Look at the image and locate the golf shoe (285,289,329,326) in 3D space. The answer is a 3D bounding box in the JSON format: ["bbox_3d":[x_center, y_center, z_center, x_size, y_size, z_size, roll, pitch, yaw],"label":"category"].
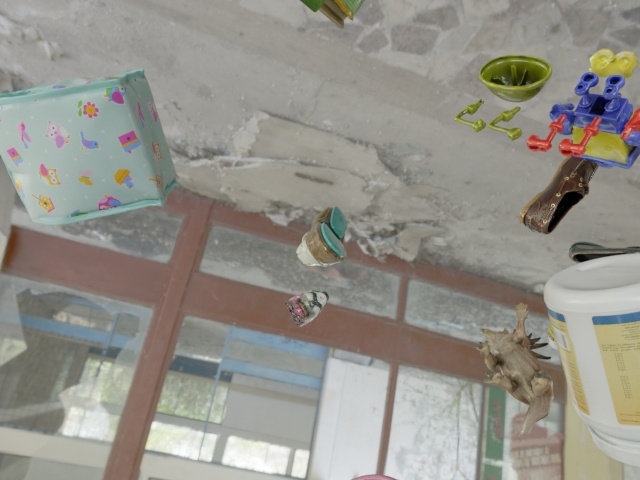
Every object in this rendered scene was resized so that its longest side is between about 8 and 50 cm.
[{"bbox_3d":[-0.027,0.147,1.069,0.086,0.067,0.186,-27,178,-13],"label":"golf shoe"}]

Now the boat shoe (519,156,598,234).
[{"bbox_3d":[0.490,-0.095,0.955,0.073,0.207,0.073,38,-179,-30],"label":"boat shoe"}]

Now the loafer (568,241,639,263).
[{"bbox_3d":[0.897,0.065,1.460,0.268,0.096,0.084,9,-159,30],"label":"loafer"}]

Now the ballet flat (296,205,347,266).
[{"bbox_3d":[0.000,0.000,1.262,0.124,0.342,0.116,-33,105,14],"label":"ballet flat"}]

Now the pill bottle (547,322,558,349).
[{"bbox_3d":[0.665,0.249,1.330,0.065,0.065,0.116,5,134,17],"label":"pill bottle"}]

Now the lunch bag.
[{"bbox_3d":[-0.403,-0.153,0.810,0.262,0.160,0.223,-9,116,4],"label":"lunch bag"}]

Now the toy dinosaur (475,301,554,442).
[{"bbox_3d":[0.416,0.269,0.988,0.127,0.295,0.200,-26,132,21],"label":"toy dinosaur"}]

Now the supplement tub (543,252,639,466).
[{"bbox_3d":[0.347,0.128,0.538,0.144,0.199,0.144,-17,-174,2],"label":"supplement tub"}]

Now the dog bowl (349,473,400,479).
[{"bbox_3d":[0.122,0.749,1.135,0.408,0.408,0.150,-9,123,44],"label":"dog bowl"}]

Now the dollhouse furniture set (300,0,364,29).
[{"bbox_3d":[0.052,-0.561,0.997,0.197,0.151,0.302,-46,148,22],"label":"dollhouse furniture set"}]

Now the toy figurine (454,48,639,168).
[{"bbox_3d":[0.444,-0.179,0.830,0.363,0.191,0.217,25,171,42],"label":"toy figurine"}]
